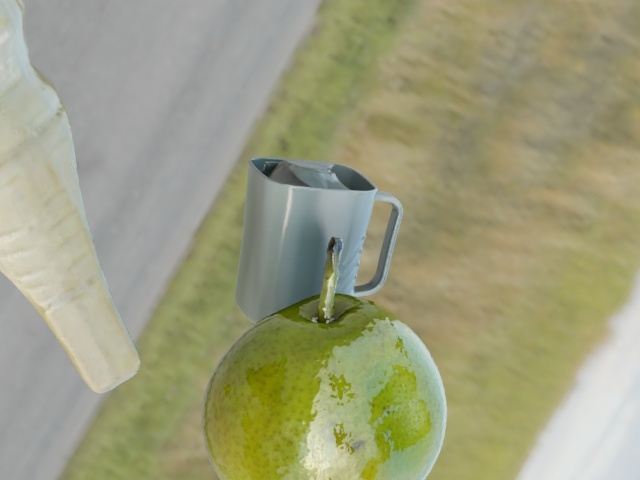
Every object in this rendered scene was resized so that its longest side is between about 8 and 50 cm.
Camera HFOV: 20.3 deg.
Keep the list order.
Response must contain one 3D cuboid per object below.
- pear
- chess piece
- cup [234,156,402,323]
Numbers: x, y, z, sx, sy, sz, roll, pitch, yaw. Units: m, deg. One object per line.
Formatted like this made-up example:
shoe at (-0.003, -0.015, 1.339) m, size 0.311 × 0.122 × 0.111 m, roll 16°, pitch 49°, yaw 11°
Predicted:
pear at (0.003, 0.106, 1.297) m, size 0.180 × 0.166 × 0.216 m, roll -14°, pitch 118°, yaw -27°
chess piece at (-0.198, -0.043, 1.122) m, size 0.137 × 0.137 × 0.301 m, roll -53°, pitch 128°, yaw -46°
cup at (0.000, 0.000, 1.454) m, size 0.095 × 0.128 × 0.129 m, roll -135°, pitch -128°, yaw -64°
